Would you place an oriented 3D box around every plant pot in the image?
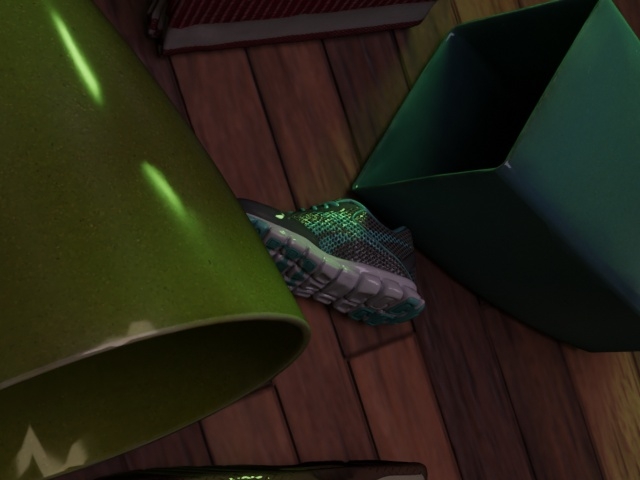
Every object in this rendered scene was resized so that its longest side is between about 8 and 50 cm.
[{"bbox_3d":[0.183,-0.031,1.377,0.234,0.165,0.165,44,63,-25],"label":"plant pot"},{"bbox_3d":[-0.185,-0.029,1.117,0.275,0.275,0.293,-12,72,-32],"label":"plant pot"}]

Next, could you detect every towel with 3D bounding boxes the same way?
[{"bbox_3d":[0.040,-0.233,1.232,0.237,0.329,0.037,-9,66,-31],"label":"towel"}]

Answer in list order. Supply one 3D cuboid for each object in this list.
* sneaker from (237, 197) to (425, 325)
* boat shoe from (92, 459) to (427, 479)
[{"bbox_3d":[0.000,0.000,1.324,0.166,0.065,0.076,25,53,-29],"label":"sneaker"},{"bbox_3d":[-0.035,0.196,1.243,0.257,0.095,0.095,2,87,-31],"label":"boat shoe"}]
